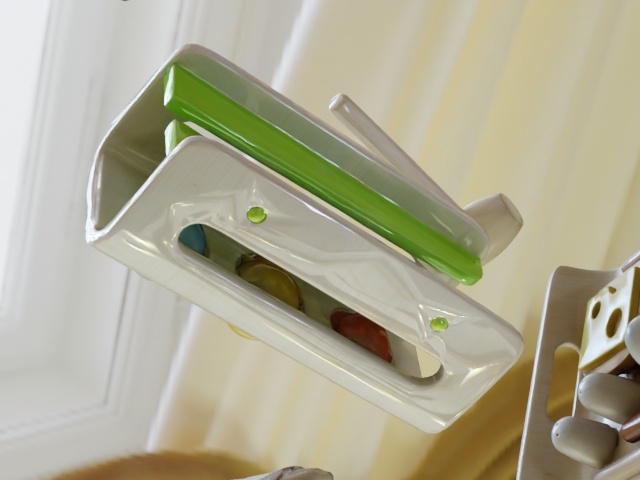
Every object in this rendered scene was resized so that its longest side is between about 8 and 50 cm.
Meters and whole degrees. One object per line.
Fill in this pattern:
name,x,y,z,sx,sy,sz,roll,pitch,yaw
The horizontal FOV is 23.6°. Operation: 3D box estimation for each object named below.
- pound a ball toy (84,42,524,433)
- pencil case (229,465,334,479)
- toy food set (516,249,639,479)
pound a ball toy,0.000,0.000,1.036,0.319,0.136,0.208,31,-154,-26
pencil case,-0.167,0.244,0.739,0.410,0.183,0.160,-17,151,14
toy food set,0.237,0.061,1.157,0.092,0.306,0.219,19,-118,-12
